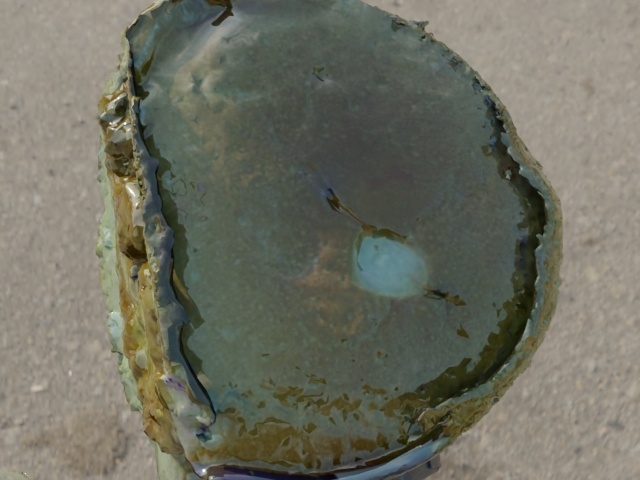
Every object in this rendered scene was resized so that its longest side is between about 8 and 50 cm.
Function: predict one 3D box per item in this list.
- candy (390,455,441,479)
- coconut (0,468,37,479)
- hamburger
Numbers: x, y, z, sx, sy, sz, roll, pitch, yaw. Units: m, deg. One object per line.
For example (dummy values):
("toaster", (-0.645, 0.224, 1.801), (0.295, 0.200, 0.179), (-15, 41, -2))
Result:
("candy", (0.018, 0.296, 1.613), (0.312, 0.061, 0.088), (-2, 12, 40))
("coconut", (-0.438, 0.407, 1.304), (0.323, 0.323, 0.323), (4, 48, -5))
("hamburger", (0.000, 0.000, 0.723), (0.277, 0.195, 0.317), (-4, 79, -12))
